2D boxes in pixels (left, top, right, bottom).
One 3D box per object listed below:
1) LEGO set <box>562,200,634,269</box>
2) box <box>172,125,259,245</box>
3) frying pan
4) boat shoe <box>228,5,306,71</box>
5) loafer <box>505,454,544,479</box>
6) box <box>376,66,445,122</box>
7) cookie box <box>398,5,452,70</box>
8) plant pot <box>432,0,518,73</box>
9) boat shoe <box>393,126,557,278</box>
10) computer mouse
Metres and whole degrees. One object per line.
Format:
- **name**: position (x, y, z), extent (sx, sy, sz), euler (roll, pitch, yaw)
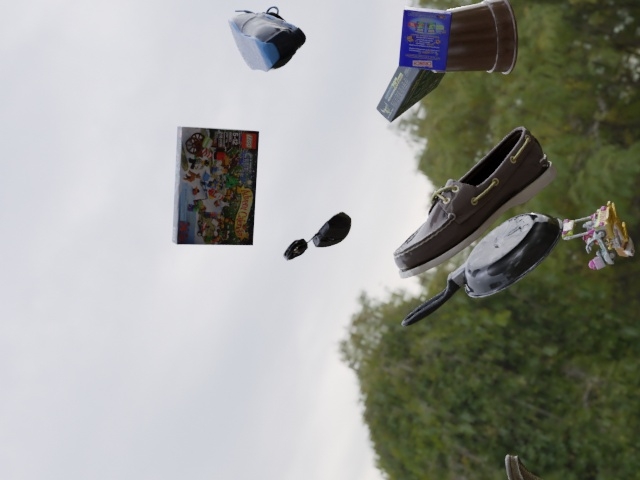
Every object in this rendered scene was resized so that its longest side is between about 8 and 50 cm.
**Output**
- **LEGO set**: position (0.603, -0.009, 2.283), extent (0.287, 0.107, 0.132), euler (-8, -97, -65)
- **box**: position (-0.208, -0.107, 2.075), extent (0.044, 0.159, 0.233), euler (-160, 72, -67)
- **frying pan**: position (0.275, 0.035, 1.784), extent (0.326, 0.053, 0.197), euler (-23, 22, 49)
- **boat shoe**: position (-0.086, -0.335, 1.764), extent (0.089, 0.258, 0.109), euler (-28, -59, -8)
- **loafer**: position (0.354, 0.410, 1.731), extent (0.148, 0.050, 0.056), euler (57, -163, -16)
- **box**: position (0.241, -0.403, 2.494), extent (0.183, 0.059, 0.233), euler (-40, -11, -28)
- **cookie box**: position (0.194, -0.375, 1.942), extent (0.040, 0.092, 0.107), euler (-63, -21, -65)
- **plant pot**: position (0.312, -0.425, 2.209), extent (0.167, 0.165, 0.167), euler (171, 90, -83)
- **boat shoe**: position (0.233, -0.060, 1.659), extent (0.324, 0.097, 0.116), euler (-36, 13, -16)
- **computer mouse**: position (0.000, 0.000, 1.984), extent (0.071, 0.041, 0.242), euler (-52, -11, 32)
